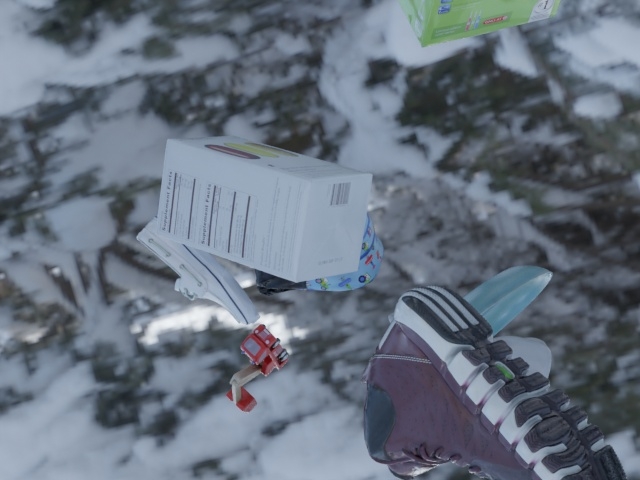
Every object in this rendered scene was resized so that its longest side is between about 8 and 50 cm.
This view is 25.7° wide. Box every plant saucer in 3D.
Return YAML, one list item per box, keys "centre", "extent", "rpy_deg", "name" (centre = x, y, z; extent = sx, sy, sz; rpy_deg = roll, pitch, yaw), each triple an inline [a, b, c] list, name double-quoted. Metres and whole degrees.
- centre: [0.211, 0.135, 2.102]
  extent: [0.043, 0.317, 0.318]
  rpy_deg: [52, -159, 14]
  name: "plant saucer"

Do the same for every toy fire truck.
- centre: [-0.123, 0.235, 2.565]
  extent: [0.047, 0.135, 0.192]
  rpy_deg: [42, 170, 21]
  name: "toy fire truck"

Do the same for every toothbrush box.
- centre: [0.221, -0.398, 1.796]
  extent: [0.283, 0.206, 0.122]
  rpy_deg: [101, 149, -59]
  name: "toothbrush box"

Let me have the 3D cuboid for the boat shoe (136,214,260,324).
- centre: [-0.187, 0.055, 2.117]
  extent: [0.226, 0.076, 0.083]
  rpy_deg: [47, 170, 16]
  name: "boat shoe"

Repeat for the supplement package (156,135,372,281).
- centre: [-0.076, -0.047, 1.823]
  extent: [0.139, 0.244, 0.133]
  rpy_deg: [-9, -68, -53]
  name: "supplement package"

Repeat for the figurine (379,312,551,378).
- centre: [0.165, 0.173, 1.668]
  extent: [0.215, 0.210, 0.092]
  rpy_deg: [-78, 5, -58]
  name: "figurine"

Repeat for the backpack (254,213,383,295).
- centre: [0.000, 0.000, 1.996]
  extent: [0.158, 0.173, 0.116]
  rpy_deg: [-72, -20, -53]
  name: "backpack"

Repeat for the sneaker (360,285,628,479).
- centre: [0.140, 0.186, 1.247]
  extent: [0.106, 0.162, 0.281]
  rpy_deg: [-5, -133, -50]
  name: "sneaker"
